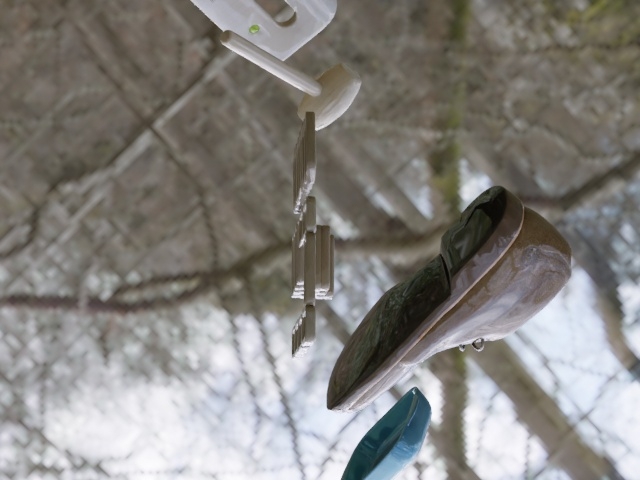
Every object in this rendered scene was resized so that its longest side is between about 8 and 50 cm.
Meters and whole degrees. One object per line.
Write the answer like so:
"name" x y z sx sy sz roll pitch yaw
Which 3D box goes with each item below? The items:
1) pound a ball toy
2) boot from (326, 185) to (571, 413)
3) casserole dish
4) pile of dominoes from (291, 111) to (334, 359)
"pound a ball toy" -0.071 -0.284 1.811 0.136 0.319 0.208 -40 -132 9
"boot" 0.123 0.085 1.703 0.305 0.115 0.112 -45 -154 28
"casserole dish" 0.081 0.255 2.107 0.188 0.037 0.114 -50 -169 42
"pile of dominoes" 0.000 0.000 1.485 0.251 0.040 0.195 119 -28 -82
